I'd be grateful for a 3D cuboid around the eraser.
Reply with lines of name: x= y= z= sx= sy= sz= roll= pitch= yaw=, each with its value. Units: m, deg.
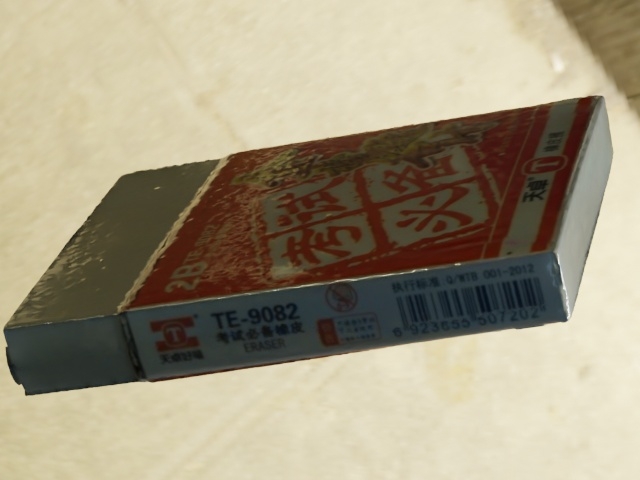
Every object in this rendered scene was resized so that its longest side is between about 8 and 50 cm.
eraser: x=0.000 y=0.000 z=0.817 sx=0.230 sy=0.157 sz=0.038 roll=-8 pitch=114 yaw=19
